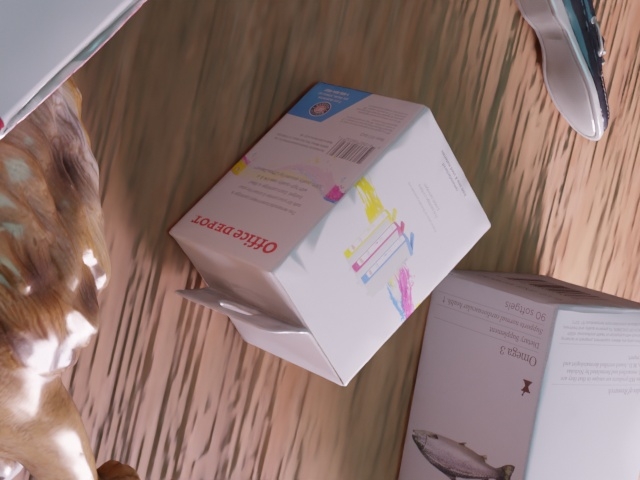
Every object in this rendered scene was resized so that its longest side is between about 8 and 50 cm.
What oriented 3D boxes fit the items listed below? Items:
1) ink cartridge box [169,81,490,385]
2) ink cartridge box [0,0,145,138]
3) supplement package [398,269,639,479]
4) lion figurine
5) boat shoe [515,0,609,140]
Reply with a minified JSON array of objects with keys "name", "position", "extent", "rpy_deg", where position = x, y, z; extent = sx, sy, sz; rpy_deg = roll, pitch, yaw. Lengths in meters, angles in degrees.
[{"name":"ink cartridge box","position":[0.000,0.000,0.907],"extent":[0.143,0.092,0.090],"rpy_deg":[-46,127,-20]},{"name":"ink cartridge box","position":[-0.186,-0.147,0.617],"extent":[0.100,0.237,0.172],"rpy_deg":[-47,127,-17]},{"name":"supplement package","position":[0.123,0.116,1.032],"extent":[0.105,0.105,0.179],"rpy_deg":[4,98,-41]},{"name":"lion figurine","position":[-0.216,0.093,0.709],"extent":[0.392,0.142,0.240],"rpy_deg":[-52,143,-27]},{"name":"boat shoe","position":[0.153,-0.120,1.035],"extent":[0.038,0.046,0.125],"rpy_deg":[-36,114,-22]}]
